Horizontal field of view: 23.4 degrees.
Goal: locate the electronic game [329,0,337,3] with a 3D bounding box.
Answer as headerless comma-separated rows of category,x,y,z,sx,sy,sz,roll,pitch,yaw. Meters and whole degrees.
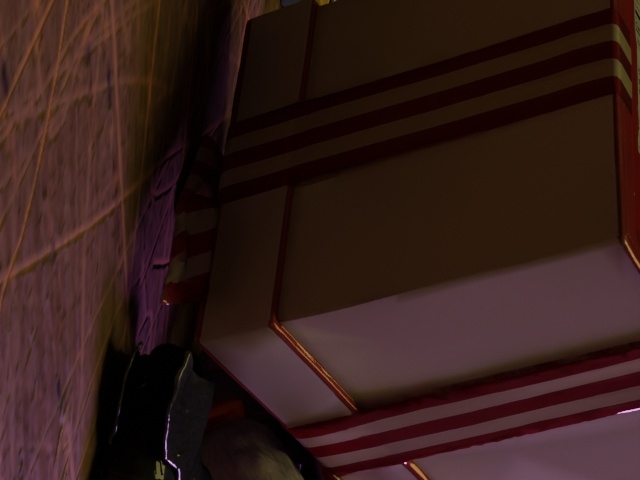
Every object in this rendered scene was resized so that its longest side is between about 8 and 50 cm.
electronic game,0.008,-0.161,1.240,0.229,0.048,0.229,13,90,-86

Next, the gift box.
gift box,0.073,0.011,0.829,0.255,0.258,0.276,52,36,-38

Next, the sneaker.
sneaker,-0.078,0.096,0.805,0.170,0.051,0.089,33,73,-82

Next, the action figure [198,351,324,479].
action figure,-0.016,0.159,1.083,0.330,0.178,0.341,-41,119,-75

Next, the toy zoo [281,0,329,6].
toy zoo,0.013,-0.281,1.062,0.192,0.030,0.293,94,10,-66
